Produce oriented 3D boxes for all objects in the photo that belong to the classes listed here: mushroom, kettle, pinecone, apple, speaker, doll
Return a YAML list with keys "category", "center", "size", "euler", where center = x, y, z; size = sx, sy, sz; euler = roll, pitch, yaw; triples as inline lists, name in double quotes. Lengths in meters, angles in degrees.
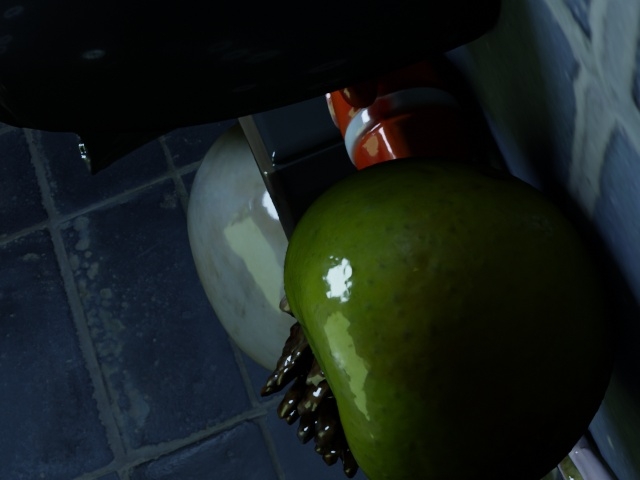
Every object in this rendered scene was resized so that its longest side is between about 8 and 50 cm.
- category: "mushroom"
  center: [0.000, 0.000, 1.400]
  size: [0.362, 0.295, 0.362]
  euler: [39, 140, 42]
- category: "kettle"
  center: [-0.087, -0.186, 0.582]
  size: [0.207, 0.290, 0.268]
  euler: [-112, 2, -69]
- category: "pinecone"
  center: [0.073, 0.137, 1.078]
  size: [0.272, 0.224, 0.224]
  euler: [40, 176, 5]
- category: "apple"
  center: [0.069, 0.045, 0.600]
  size: [0.196, 0.157, 0.196]
  euler: [159, 90, -80]
- category: "speaker"
  center: [0.004, -0.107, 1.117]
  size: [0.192, 0.153, 0.230]
  euler: [70, 178, -46]
- category: "doll"
  center: [0.020, -0.143, 0.783]
  size: [0.336, 0.105, 0.200]
  euler: [67, -164, 18]

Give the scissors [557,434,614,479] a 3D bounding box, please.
- category: "scissors"
  center: [0.193, 0.180, 0.861]
  size: [0.317, 0.024, 0.160]
  euler: [-115, 3, -72]
